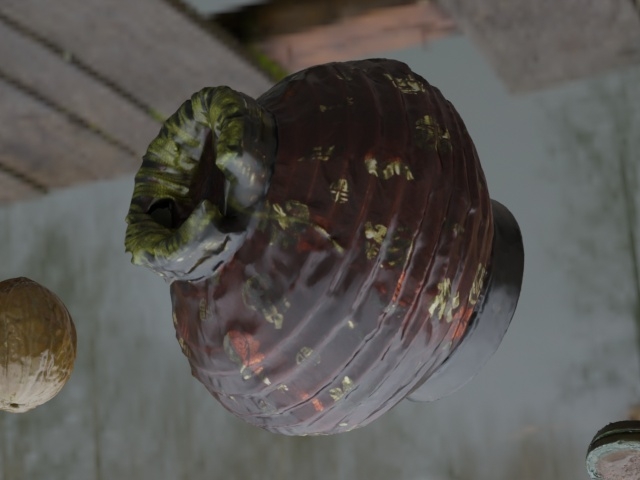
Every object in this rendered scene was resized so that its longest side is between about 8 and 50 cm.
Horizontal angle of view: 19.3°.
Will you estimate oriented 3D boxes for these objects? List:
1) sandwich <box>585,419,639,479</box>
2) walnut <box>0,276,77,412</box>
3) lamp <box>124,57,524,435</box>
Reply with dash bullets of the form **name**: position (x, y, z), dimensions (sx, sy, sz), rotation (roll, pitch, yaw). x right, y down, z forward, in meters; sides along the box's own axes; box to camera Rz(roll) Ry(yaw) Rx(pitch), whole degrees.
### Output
- **sandwich**: position (0.274, 0.189, 1.646), dimensions (0.101, 0.026, 0.069), rotation (-5, 126, 35)
- **walnut**: position (-0.268, 0.092, 1.674), dimensions (0.105, 0.124, 0.105), rotation (-3, 158, -1)
- **lamp**: position (0.000, 0.000, 1.147), dimensions (0.247, 0.247, 0.247), rotation (-4, 164, -1)
